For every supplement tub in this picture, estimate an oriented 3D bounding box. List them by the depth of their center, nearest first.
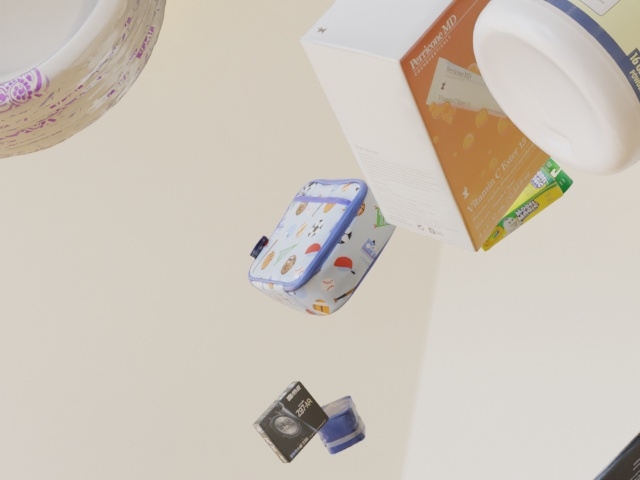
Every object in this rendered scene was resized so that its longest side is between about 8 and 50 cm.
[{"bbox_3d":[0.354,-0.253,1.307,0.235,0.325,0.235,46,-11,12],"label":"supplement tub"}]

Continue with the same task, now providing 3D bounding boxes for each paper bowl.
[{"bbox_3d":[-0.269,-0.203,0.990,0.284,0.284,0.148,9,-15,10],"label":"paper bowl"}]

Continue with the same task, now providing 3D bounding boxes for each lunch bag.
[{"bbox_3d":[0.031,0.288,1.844,0.067,0.065,0.098,-24,7,7],"label":"lunch bag"},{"bbox_3d":[0.000,0.000,2.011,0.115,0.243,0.303,35,-9,-20],"label":"lunch bag"}]

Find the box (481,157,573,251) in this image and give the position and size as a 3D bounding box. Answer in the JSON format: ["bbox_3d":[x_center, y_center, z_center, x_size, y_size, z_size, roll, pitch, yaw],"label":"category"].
[{"bbox_3d":[0.307,-0.071,1.910,0.043,0.179,0.105,52,4,-37],"label":"box"}]

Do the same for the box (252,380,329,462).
[{"bbox_3d":[-0.037,0.230,1.512,0.067,0.083,0.018,53,-31,-12],"label":"box"}]

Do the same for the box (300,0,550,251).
[{"bbox_3d":[0.153,-0.189,1.569,0.168,0.215,0.345,21,-29,40],"label":"box"}]

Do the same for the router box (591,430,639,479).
[{"bbox_3d":[0.418,0.325,1.597,0.081,0.309,0.243,45,8,18],"label":"router box"}]
